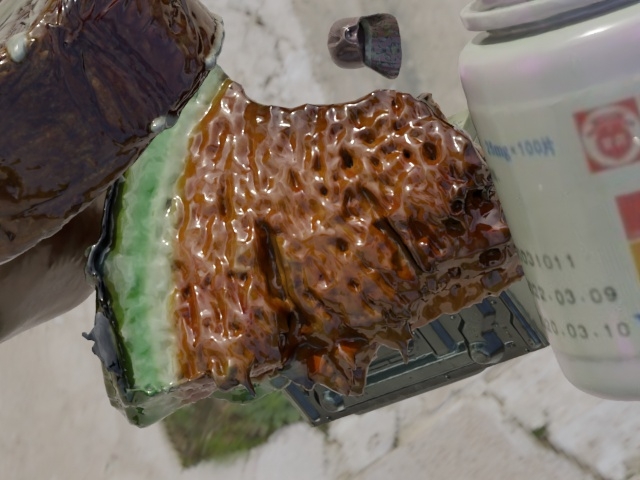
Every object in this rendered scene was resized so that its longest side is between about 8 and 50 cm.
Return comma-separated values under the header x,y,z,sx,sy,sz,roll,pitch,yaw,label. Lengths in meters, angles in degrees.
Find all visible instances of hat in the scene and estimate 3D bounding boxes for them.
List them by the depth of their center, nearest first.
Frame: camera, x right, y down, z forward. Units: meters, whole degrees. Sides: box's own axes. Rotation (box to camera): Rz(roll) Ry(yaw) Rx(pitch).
x,y,z,sx,sy,sz,roll,pitch,yaw,label
0.037,-0.170,1.495,0.087,0.042,0.058,-3,92,-54,hat

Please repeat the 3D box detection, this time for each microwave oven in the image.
x,y,z,sx,sy,sz,roll,pitch,yaw,label
0.061,0.033,1.377,0.194,0.240,0.145,54,35,-18,microwave oven

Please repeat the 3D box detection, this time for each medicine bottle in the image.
x,y,z,sx,sy,sz,roll,pitch,yaw,label
0.167,-0.073,0.913,0.170,0.170,0.293,-26,104,-21,medicine bottle

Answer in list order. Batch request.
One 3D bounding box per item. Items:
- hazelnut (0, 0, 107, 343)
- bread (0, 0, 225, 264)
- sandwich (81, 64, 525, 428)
x,y,z,sx,sy,sz,roll,pitch,yaw,label
-0.330,-0.076,1.352,0.366,0.366,0.366,5,67,-11,hazelnut
-0.113,-0.063,0.712,0.073,0.160,0.160,44,64,-17,bread
0.000,0.000,1.153,0.301,0.162,0.250,-4,71,11,sandwich
